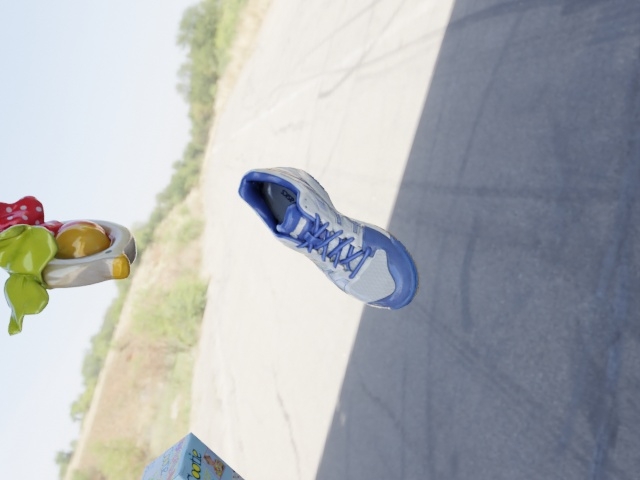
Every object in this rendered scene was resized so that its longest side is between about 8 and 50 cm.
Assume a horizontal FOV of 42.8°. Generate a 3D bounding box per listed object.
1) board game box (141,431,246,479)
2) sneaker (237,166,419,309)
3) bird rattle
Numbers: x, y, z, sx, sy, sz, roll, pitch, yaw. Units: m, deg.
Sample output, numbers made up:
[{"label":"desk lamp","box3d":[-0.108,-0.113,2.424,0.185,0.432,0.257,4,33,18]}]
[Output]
[{"label":"board game box","box3d":[-0.229,0.556,1.671,0.142,0.275,0.144,-39,16,16]},{"label":"sneaker","box3d":[0.000,0.000,1.134,0.131,0.296,0.111,2,-59,-60]},{"label":"bird rattle","box3d":[-0.352,0.021,1.092,0.253,0.207,0.143,-133,41,-70]}]
